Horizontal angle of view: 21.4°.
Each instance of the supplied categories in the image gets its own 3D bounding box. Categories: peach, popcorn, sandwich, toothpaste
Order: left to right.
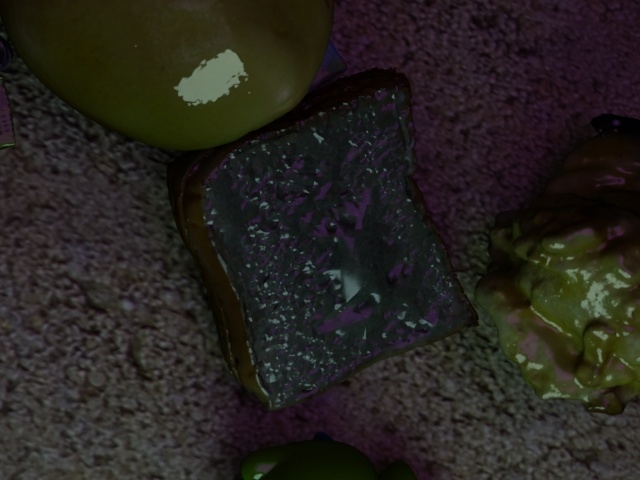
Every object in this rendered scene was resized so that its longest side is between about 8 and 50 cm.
[{"bbox_3d":[-0.152,-0.238,1.608,0.316,0.314,0.281,39,79,-45],"label":"peach"},{"bbox_3d":[-0.058,-0.143,1.770,0.193,0.070,0.044,-39,103,-17],"label":"toothpaste"},{"bbox_3d":[0.000,0.000,1.739,0.271,0.099,0.301,-26,112,-19],"label":"sandwich"},{"bbox_3d":[0.294,0.043,1.806,0.293,0.293,0.237,-4,125,-21],"label":"popcorn"}]

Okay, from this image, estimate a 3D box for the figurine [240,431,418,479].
[{"bbox_3d":[0.024,0.286,1.758,0.263,0.143,0.162,12,90,-30],"label":"figurine"}]

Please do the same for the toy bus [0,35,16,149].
[{"bbox_3d":[-0.386,-0.223,1.633,0.139,0.113,0.301,-17,95,-16],"label":"toy bus"}]
